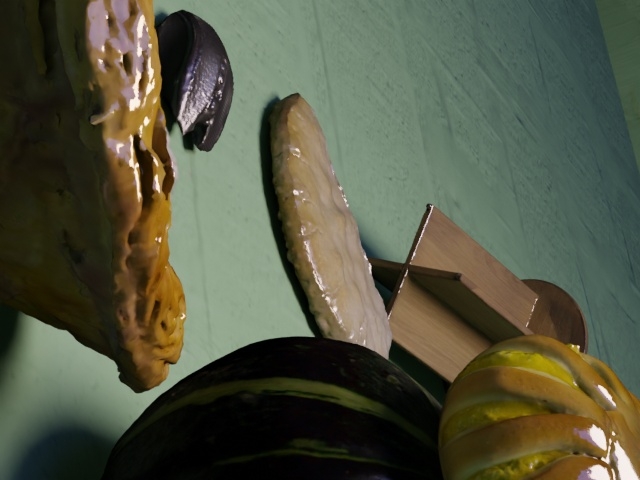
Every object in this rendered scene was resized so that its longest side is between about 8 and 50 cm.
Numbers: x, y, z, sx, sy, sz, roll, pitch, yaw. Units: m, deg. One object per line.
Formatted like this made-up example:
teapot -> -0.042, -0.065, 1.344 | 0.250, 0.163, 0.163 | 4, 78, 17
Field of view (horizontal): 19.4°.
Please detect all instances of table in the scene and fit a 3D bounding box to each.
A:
table -> 0.139, 0.071, 1.837 | 0.226, 0.167, 0.167 | 38, 36, -46

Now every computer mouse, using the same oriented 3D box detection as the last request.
computer mouse -> -0.098, -0.135, 1.526 | 0.079, 0.047, 0.135 | 47, 31, -48

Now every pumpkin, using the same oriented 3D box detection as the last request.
pumpkin -> 0.004, 0.219, 1.146 | 0.323, 0.241, 0.323 | 48, 28, -36

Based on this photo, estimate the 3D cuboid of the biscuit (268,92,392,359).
biscuit -> 0.002, -0.001, 1.682 | 0.141, 0.038, 0.290 | -2, 73, -70

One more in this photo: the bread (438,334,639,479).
bread -> 0.149, 0.154, 1.084 | 0.213, 0.104, 0.213 | 40, 38, -40

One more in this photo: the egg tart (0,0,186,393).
egg tart -> -0.157, -0.079, 1.058 | 0.352, 0.150, 0.352 | 171, -90, -84
